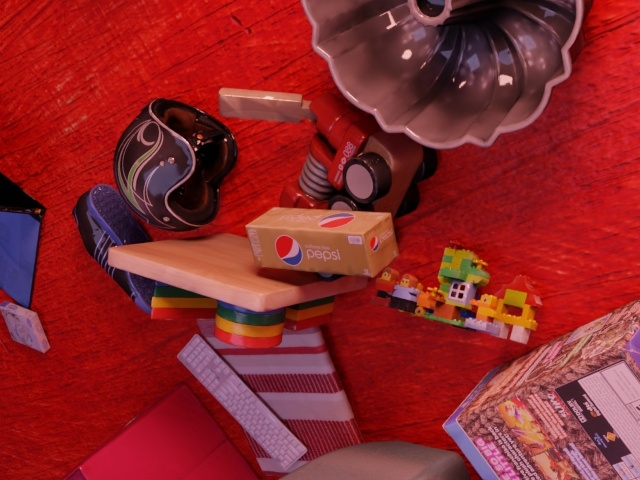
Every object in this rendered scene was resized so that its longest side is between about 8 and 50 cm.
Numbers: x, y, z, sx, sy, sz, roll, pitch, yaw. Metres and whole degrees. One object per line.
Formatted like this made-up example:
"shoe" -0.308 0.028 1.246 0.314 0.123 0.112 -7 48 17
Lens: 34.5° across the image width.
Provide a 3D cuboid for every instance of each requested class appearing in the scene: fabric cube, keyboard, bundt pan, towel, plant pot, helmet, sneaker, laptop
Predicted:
"fabric cube" -0.299 0.450 1.781 0.259 0.258 0.254 52 135 1
"keyboard" -0.127 0.259 1.649 0.256 0.014 0.072 46 134 5
"bundt pan" 0.144 -0.271 1.094 0.331 0.124 0.330 20 127 29
"towel" -0.055 0.231 1.613 0.237 0.037 0.329 -6 112 40
"plant pot" 0.094 0.413 1.438 0.247 0.252 0.247 -1 116 54
"helmet" -0.210 -0.098 1.449 0.169 0.169 0.161 36 116 16
"sneaker" -0.323 0.023 1.673 0.090 0.081 0.232 -29 89 47
"laptop" -0.703 -0.070 1.810 0.382 0.408 0.236 35 99 15

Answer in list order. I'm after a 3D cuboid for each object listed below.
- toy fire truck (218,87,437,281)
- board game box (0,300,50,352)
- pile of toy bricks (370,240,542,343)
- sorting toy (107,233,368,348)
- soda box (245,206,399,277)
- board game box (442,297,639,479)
"toy fire truck" -0.011 -0.095 1.319 0.246 0.158 0.217 46 136 23
"board game box" -0.569 0.166 1.979 0.090 0.020 0.090 17 133 31
"pile of toy bricks" 0.169 0.053 1.300 0.212 0.118 0.105 11 83 45
"sorting toy" -0.111 0.068 1.393 0.257 0.255 0.089 15 103 32
"soda box" 0.000 0.000 1.237 0.181 0.061 0.058 5 118 37
"board game box" 0.339 0.233 1.229 0.232 0.141 0.291 54 135 -1
